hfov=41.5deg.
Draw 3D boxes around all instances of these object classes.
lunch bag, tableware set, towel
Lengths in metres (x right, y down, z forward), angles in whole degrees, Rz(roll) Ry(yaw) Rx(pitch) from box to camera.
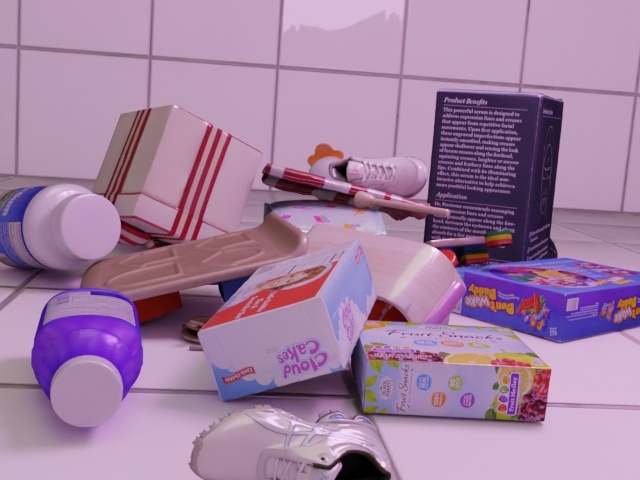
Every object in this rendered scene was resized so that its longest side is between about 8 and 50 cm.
[{"bbox_3d":[0.000,0.000,1.668,0.224,0.160,0.262,4,3,-10],"label":"lunch bag"},{"bbox_3d":[-0.099,0.120,1.200,0.194,0.039,0.128,2,9,-15],"label":"tableware set"},{"bbox_3d":[0.041,-0.095,1.717,0.329,0.037,0.237,14,-1,-6],"label":"towel"}]

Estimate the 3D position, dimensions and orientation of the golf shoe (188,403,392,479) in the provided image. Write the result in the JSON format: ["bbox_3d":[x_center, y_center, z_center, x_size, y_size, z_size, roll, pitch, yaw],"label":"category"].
[{"bbox_3d":[-0.021,0.186,0.723,0.176,0.069,0.086,0,15,-21],"label":"golf shoe"}]

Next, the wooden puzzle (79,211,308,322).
[{"bbox_3d":[-0.204,0.054,1.313,0.348,0.080,0.322,-17,11,-10],"label":"wooden puzzle"}]

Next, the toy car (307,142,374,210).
[{"bbox_3d":[0.010,-0.116,2.065,0.210,0.237,0.219,-9,3,29],"label":"toy car"}]

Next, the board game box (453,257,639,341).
[{"bbox_3d":[0.428,0.095,1.491,0.347,0.078,0.233,-3,11,-40],"label":"board game box"}]

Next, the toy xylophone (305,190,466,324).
[{"bbox_3d":[0.076,0.036,1.283,0.236,0.081,0.323,-43,39,-23],"label":"toy xylophone"}]

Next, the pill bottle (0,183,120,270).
[{"bbox_3d":[-0.470,-0.023,1.489,0.152,0.152,0.272,-4,2,-44],"label":"pill bottle"}]

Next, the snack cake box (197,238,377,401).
[{"bbox_3d":[-0.028,0.087,1.032,0.152,0.089,0.264,-16,10,15],"label":"snack cake box"}]

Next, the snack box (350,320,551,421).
[{"bbox_3d":[0.145,0.151,1.009,0.207,0.070,0.174,5,9,-3],"label":"snack box"}]

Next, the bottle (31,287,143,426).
[{"bbox_3d":[-0.254,0.123,0.928,0.118,0.092,0.283,1,9,-16],"label":"bottle"}]

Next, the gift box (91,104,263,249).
[{"bbox_3d":[-0.294,-0.089,1.650,0.255,0.258,0.276,25,-15,-32],"label":"gift box"}]

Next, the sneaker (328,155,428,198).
[{"bbox_3d":[0.110,-0.132,1.731,0.232,0.090,0.115,1,-3,43],"label":"sneaker"}]

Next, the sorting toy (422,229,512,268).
[{"bbox_3d":[0.228,0.030,1.536,0.132,0.046,0.274,-4,-8,-20],"label":"sorting toy"}]

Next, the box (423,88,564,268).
[{"bbox_3d":[0.363,-0.109,1.763,0.212,0.395,0.293,8,9,23],"label":"box"}]

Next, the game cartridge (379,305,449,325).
[{"bbox_3d":[0.109,0.091,1.458,0.198,0.062,0.297,7,8,-11],"label":"game cartridge"}]

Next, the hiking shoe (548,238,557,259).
[{"bbox_3d":[0.411,0.001,2.017,0.304,0.113,0.132,17,-12,10],"label":"hiking shoe"}]
